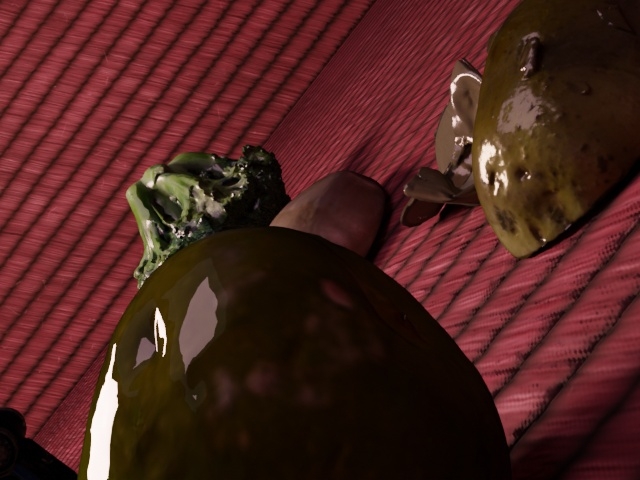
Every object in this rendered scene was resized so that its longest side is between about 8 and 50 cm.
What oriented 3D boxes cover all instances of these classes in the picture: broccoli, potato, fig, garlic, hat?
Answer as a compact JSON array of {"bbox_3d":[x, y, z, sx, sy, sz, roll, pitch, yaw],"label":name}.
[{"bbox_3d":[-0.157,-0.016,1.563,0.294,0.245,0.265,-31,-24,-35],"label":"broccoli"},{"bbox_3d":[0.182,-0.126,0.801,0.160,0.111,0.272,-41,14,53],"label":"potato"},{"bbox_3d":[-0.039,0.138,0.569,0.314,0.233,0.233,-50,10,39],"label":"fig"},{"bbox_3d":[0.005,-0.005,1.226,0.143,0.112,0.318,-49,0,31],"label":"garlic"},{"bbox_3d":[0.133,-0.069,0.968,0.175,0.085,0.147,89,-158,-70],"label":"hat"}]

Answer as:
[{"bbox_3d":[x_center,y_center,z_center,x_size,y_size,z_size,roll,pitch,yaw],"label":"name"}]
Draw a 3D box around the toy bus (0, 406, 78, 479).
[{"bbox_3d":[-0.367,0.307,1.227,0.175,0.287,0.138,-51,10,-3],"label":"toy bus"}]
